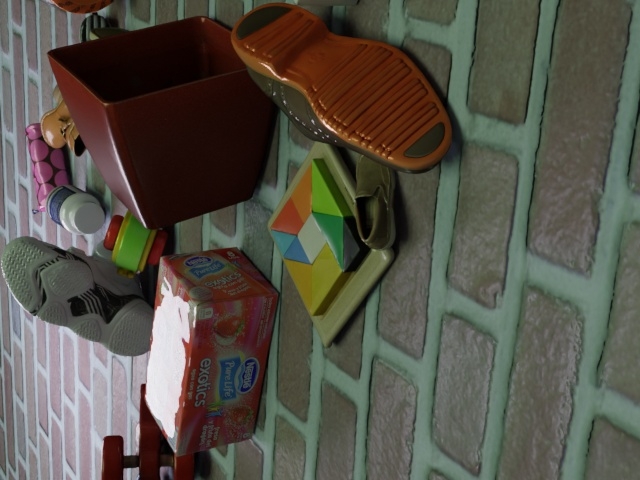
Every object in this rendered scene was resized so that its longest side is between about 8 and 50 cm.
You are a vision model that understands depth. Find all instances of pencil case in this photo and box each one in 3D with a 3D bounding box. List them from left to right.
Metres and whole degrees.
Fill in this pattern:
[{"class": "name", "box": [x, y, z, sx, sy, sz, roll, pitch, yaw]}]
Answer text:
[{"class": "pencil case", "box": [-0.645, -0.170, 2.390, 0.098, 0.095, 0.209, 148, 114, -74]}]

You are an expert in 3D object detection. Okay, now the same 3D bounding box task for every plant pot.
[{"class": "plant pot", "box": [-0.230, -0.173, 1.545, 0.267, 0.267, 0.235, 39, 140, 49]}]

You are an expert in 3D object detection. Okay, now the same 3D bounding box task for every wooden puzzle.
[{"class": "wooden puzzle", "box": [0.000, 0.000, 1.386, 0.221, 0.044, 0.238, 63, 145, 29]}]

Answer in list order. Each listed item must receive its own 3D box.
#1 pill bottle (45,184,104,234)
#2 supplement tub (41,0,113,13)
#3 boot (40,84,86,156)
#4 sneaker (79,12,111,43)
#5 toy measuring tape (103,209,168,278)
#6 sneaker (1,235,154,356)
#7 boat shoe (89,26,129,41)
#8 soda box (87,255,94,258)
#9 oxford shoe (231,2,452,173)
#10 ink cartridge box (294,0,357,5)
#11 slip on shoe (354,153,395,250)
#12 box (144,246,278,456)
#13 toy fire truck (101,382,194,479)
[{"class": "pill bottle", "box": [-0.534, -0.064, 2.219, 0.169, 0.094, 0.094, 22, 115, 56]}, {"class": "supplement tub", "box": [-0.504, -0.575, 1.940, 0.338, 0.207, 0.207, 49, 136, 44]}, {"class": "boot", "box": [-0.559, -0.238, 2.247, 0.152, 0.073, 0.197, 58, 145, 28]}, {"class": "sneaker", "box": [-0.454, -0.350, 2.059, 0.098, 0.083, 0.223, -117, 34, -66]}, {"class": "toy measuring tape", "box": [-0.323, -0.045, 1.848, 0.121, 0.121, 0.330, 58, 138, 35]}, {"class": "sneaker", "box": [-0.471, 0.074, 1.952, 0.137, 0.366, 0.210, -44, 39, 8]}, {"class": "boat shoe", "box": [-0.357, -0.305, 1.862, 0.302, 0.113, 0.103, -128, 40, -56]}, {"class": "soda box", "box": [-0.504, 0.077, 2.237, 0.183, 0.058, 0.062, 14, 108, 57]}, {"class": "oxford shoe", "box": [0.035, -0.172, 1.253, 0.364, 0.130, 0.132, 43, 165, 38]}, {"class": "ink cartridge box", "box": [-0.006, -0.374, 1.265, 0.143, 0.090, 0.092, 63, 144, 31]}, {"class": "slip on shoe", "box": [0.062, -0.055, 1.248, 0.051, 0.041, 0.135, -13, 73, 38]}, {"class": "box", "box": [-0.183, 0.178, 1.638, 0.154, 0.142, 0.299, 44, 133, 46]}, {"class": "toy fire truck", "box": [-0.328, 0.455, 1.962, 0.254, 0.170, 0.302, -120, 30, -75]}]
